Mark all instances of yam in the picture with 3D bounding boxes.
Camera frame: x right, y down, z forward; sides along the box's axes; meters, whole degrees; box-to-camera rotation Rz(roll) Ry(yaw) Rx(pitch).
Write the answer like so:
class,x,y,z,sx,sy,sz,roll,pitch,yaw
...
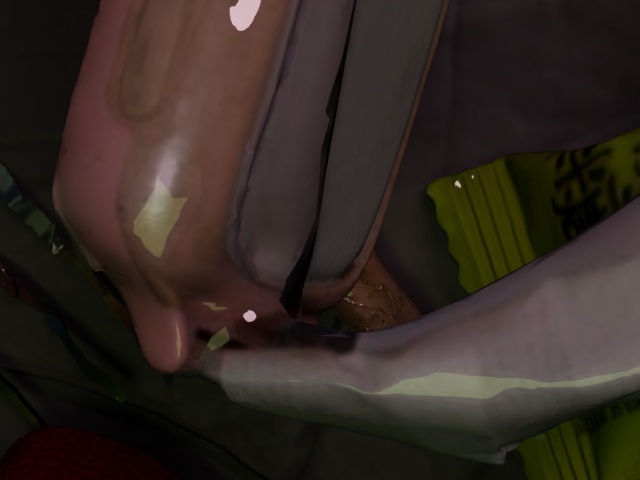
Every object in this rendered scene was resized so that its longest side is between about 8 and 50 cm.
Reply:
class,x,y,z,sx,sy,sz,roll,pitch,yaw
yam,0.000,0.000,0.693,0.032,0.032,0.145,-28,110,35

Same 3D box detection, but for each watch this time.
class,x,y,z,sx,sy,sz,roll,pitch,yaw
watch,0.076,-0.055,0.513,0.241,0.162,0.253,17,92,19

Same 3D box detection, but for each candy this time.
class,x,y,z,sx,sy,sz,roll,pitch,yaw
candy,0.144,0.004,0.578,0.246,0.069,0.149,-27,65,41

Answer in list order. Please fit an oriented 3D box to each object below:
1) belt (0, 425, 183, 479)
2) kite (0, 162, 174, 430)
class,x,y,z,sx,sy,sz,roll,pitch,yaw
belt,-0.100,0.197,0.806,0.128,0.124,0.201,-10,126,32
kite,-0.181,-0.017,0.771,0.285,0.015,0.152,48,130,-10
